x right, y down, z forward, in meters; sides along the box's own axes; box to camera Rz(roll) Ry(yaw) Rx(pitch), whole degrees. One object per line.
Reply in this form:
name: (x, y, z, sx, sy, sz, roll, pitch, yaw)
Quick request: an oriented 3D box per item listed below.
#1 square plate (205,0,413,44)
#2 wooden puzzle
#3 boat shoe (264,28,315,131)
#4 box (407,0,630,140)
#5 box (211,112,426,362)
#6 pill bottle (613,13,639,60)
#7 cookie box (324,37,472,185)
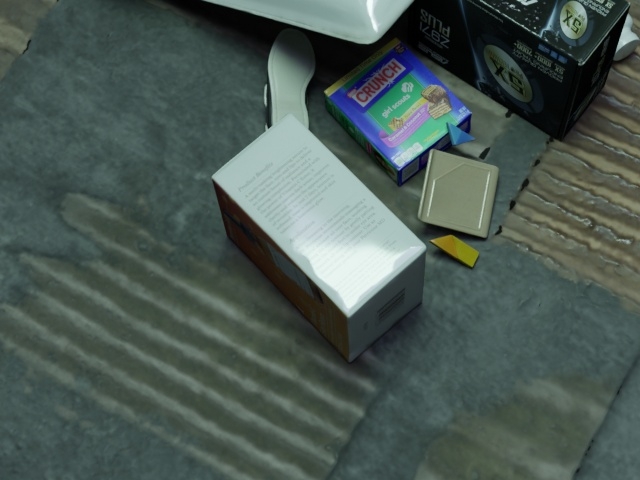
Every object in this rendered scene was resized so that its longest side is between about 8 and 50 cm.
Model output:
square plate: (0.026, -0.344, 1.282, 0.344, 0.049, 0.347, 23, 67, 43)
wooden puzzle: (0.123, -0.041, 1.241, 0.079, 0.014, 0.116, 22, 77, -17)
boat shoe: (-0.030, -0.137, 1.291, 0.046, 0.038, 0.125, 4, 68, -17)
box: (0.173, -0.195, 1.248, 0.180, 0.147, 0.077, 35, 73, 14)
box: (0.000, 0.000, 1.182, 0.091, 0.130, 0.170, -41, 71, -13)
pill bottle: (0.266, -0.211, 1.307, 0.043, 0.043, 0.083, -29, 69, -10)
cookie box: (0.071, -0.120, 1.277, 0.092, 0.040, 0.107, -39, 71, -13)
